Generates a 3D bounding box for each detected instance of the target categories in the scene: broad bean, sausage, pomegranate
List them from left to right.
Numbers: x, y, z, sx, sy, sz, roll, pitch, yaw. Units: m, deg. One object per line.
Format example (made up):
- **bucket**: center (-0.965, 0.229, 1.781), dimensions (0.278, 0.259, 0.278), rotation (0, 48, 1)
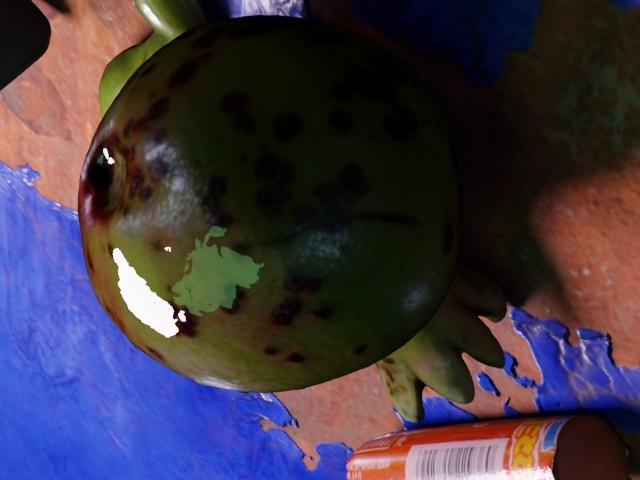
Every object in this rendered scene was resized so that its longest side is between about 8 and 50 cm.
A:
- **broad bean**: center (-0.117, -0.110, 1.233), dimensions (0.070, 0.048, 0.213), rotation (38, 148, 9)
- **pomegranate**: center (0.006, 0.000, 1.084), dimensions (0.306, 0.242, 0.242), rotation (29, 152, -16)
- **sausage**: center (0.102, 0.168, 1.298), dimensions (0.074, 0.074, 0.274), rotation (53, 147, -15)

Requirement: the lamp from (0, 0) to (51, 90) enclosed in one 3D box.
- **lamp**: center (-0.265, -0.232, 1.193), dimensions (0.203, 0.124, 0.283), rotation (46, 147, 14)
